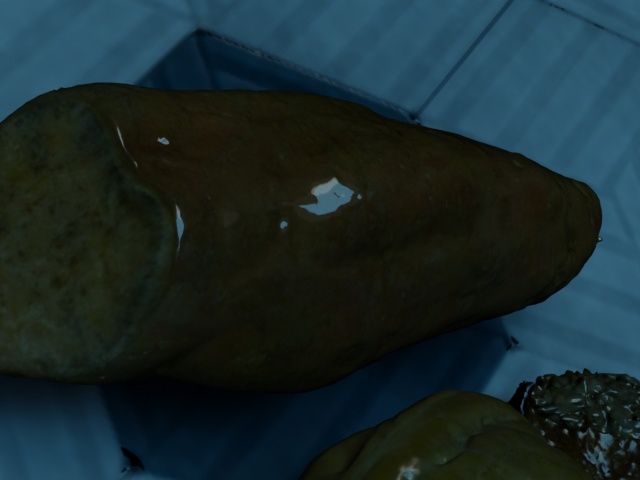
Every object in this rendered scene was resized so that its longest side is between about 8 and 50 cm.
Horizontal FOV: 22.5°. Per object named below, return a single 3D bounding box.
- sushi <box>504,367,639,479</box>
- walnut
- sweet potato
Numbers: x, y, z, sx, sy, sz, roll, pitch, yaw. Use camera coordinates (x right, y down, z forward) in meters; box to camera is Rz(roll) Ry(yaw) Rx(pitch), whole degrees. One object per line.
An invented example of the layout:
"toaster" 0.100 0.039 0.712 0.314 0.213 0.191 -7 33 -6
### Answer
"sushi" 0.106 0.073 0.583 0.120 0.052 0.055 11 75 -29
"walnut" 0.037 0.099 0.489 0.124 0.105 0.105 -21 79 -44
"sweet potato" 0.000 0.000 0.517 0.252 0.097 0.097 -2 67 -34
